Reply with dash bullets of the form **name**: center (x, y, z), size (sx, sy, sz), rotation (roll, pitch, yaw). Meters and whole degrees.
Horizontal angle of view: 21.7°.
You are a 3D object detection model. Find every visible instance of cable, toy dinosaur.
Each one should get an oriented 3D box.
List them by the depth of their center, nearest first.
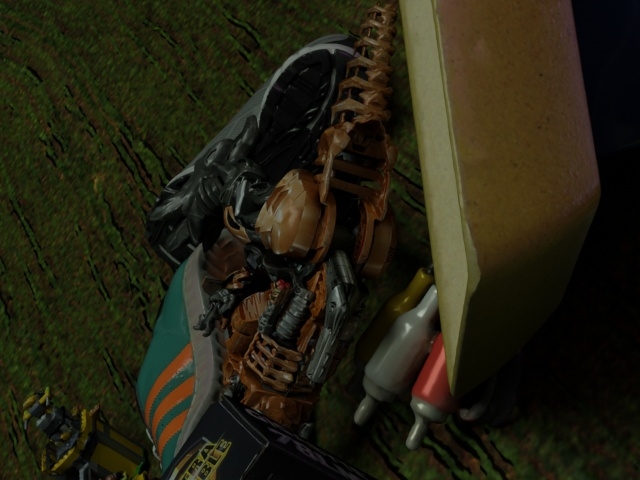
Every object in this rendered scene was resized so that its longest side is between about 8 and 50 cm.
- **cable**: center (0.105, 0.008, 1.137), size (0.139, 0.072, 0.287), rotation (35, 109, 55)
- **toy dinosaur**: center (0.000, 0.000, 1.200), size (0.322, 0.164, 0.218), rotation (-52, 21, -1)

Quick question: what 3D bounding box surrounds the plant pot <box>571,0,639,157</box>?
- **plant pot**: center (0.232, -0.216, 1.034), size (0.212, 0.236, 0.236), rotation (-6, 47, 2)

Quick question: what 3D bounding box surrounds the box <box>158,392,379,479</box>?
- **box**: center (-0.019, 0.273, 0.919), size (0.295, 0.293, 0.073), rotation (-57, 35, 1)

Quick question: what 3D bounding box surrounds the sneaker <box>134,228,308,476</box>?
- **sneaker**: center (-0.082, 0.144, 1.294), size (0.121, 0.108, 0.302), rotation (-47, 34, 45)

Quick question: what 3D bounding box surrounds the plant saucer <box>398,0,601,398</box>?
- **plant saucer**: center (0.098, -0.098, 0.987), size (0.081, 0.333, 0.333), rotation (-7, 75, 1)

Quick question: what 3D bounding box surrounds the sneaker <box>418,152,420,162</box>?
- **sneaker**: center (0.145, -0.138, 1.245), size (0.236, 0.095, 0.104), rotation (-56, 26, -8)

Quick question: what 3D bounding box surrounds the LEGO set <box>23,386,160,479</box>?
- **LEGO set**: center (-0.300, 0.257, 1.356), size (0.331, 0.192, 0.255), rotation (-41, 28, 24)

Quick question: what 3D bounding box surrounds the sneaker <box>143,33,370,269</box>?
- **sneaker**: center (-0.046, -0.071, 1.438), size (0.271, 0.100, 0.108), rotation (-44, 11, 24)
